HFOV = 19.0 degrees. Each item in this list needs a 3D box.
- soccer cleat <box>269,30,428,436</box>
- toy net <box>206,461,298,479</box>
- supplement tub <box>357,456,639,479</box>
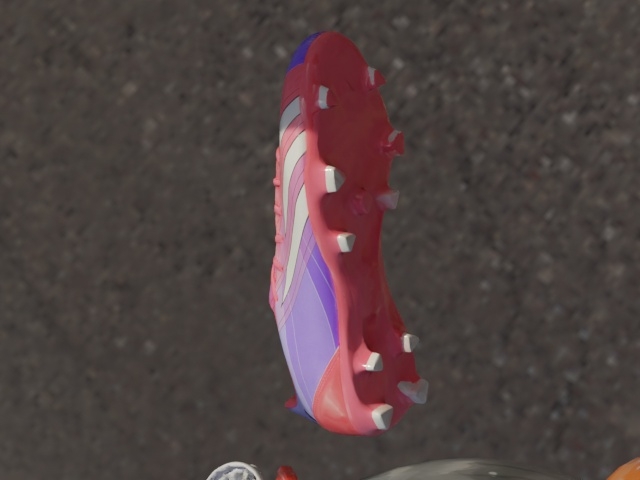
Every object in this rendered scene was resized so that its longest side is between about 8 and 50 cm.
[{"bbox_3d":[0.000,0.000,1.124,0.095,0.083,0.248,4,113,39],"label":"soccer cleat"},{"bbox_3d":[-0.050,0.191,1.249,0.232,0.045,0.122,-129,42,-69],"label":"toy net"},{"bbox_3d":[-0.014,0.168,0.403,0.316,0.193,0.193,-30,109,29],"label":"supplement tub"}]
